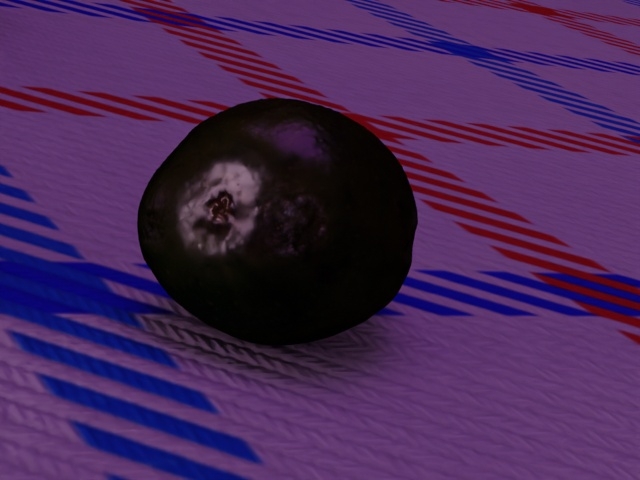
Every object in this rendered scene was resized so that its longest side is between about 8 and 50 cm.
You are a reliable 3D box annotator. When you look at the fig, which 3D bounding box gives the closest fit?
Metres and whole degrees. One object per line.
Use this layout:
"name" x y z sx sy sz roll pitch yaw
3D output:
"fig" 0.000 0.000 0.697 0.117 0.117 0.177 24 -1 33
